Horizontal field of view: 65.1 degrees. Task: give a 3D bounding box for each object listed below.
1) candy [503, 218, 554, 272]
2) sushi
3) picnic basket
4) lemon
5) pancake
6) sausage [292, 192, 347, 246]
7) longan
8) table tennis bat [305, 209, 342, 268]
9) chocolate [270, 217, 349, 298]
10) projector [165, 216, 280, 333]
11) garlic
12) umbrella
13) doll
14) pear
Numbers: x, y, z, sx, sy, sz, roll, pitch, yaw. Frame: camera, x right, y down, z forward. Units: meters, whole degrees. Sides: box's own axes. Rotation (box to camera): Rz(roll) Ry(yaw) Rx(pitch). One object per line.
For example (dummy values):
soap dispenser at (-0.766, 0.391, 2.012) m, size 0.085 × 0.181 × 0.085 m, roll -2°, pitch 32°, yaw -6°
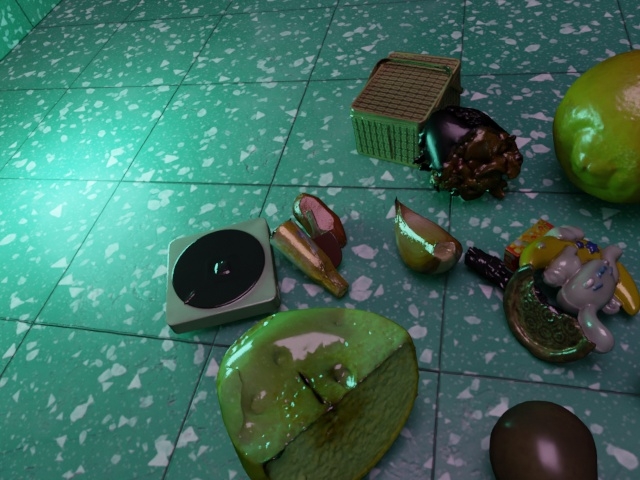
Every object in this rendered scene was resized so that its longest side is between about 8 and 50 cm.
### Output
candy at (0.462, 0.011, 1.112) m, size 0.122 × 0.062 × 0.038 m, roll -35°, pitch 51°, yaw -15°
sushi at (0.360, -0.204, 1.227) m, size 0.213 × 0.200 × 0.204 m, roll -12°, pitch 46°, yaw -27°
picnic basket at (0.246, -0.387, 1.411) m, size 0.228 × 0.175 × 0.313 m, roll 19°, pitch 58°, yaw 26°
lemon at (0.693, -0.250, 1.102) m, size 0.347 × 0.348 × 0.348 m, roll -6°, pitch 51°, yaw 8°
pancake at (0.428, 0.144, 0.949) m, size 0.020 × 0.184 × 0.190 m, roll -10°, pitch 21°, yaw -37°
sausage at (-0.006, -0.050, 1.257) m, size 0.089 × 0.089 × 0.179 m, roll -38°, pitch 63°, yaw -17°
longan at (0.357, 0.350, 0.798) m, size 0.189 × 0.189 × 0.189 m, roll -6°, pitch 51°, yaw 8°
table tennis bat at (0.000, 0.000, 1.201) m, size 0.087 × 0.013 × 0.157 m, roll -26°, pitch 83°, yaw 29°
chocolate at (-0.020, 0.047, 1.171) m, size 0.219 × 0.086 × 0.085 m, roll 43°, pitch 69°, yaw 16°
projector at (-0.235, 0.082, 1.203) m, size 0.259 × 0.079 × 0.257 m, roll -14°, pitch 50°, yaw 1°
garlic at (0.232, 0.008, 1.142) m, size 0.115 × 0.128 × 0.207 m, roll -58°, pitch 43°, yaw 19°
umbrella at (0.409, 0.093, 1.063) m, size 0.235 × 0.059 × 0.066 m, roll 40°, pitch 26°, yaw 31°
doll at (0.524, 0.076, 1.001) m, size 0.252 × 0.111 × 0.237 m, roll -28°, pitch 66°, yaw -35°
pear at (-0.030, 0.268, 0.914) m, size 0.342 × 0.239 × 0.318 m, roll -32°, pitch 37°, yaw -26°
